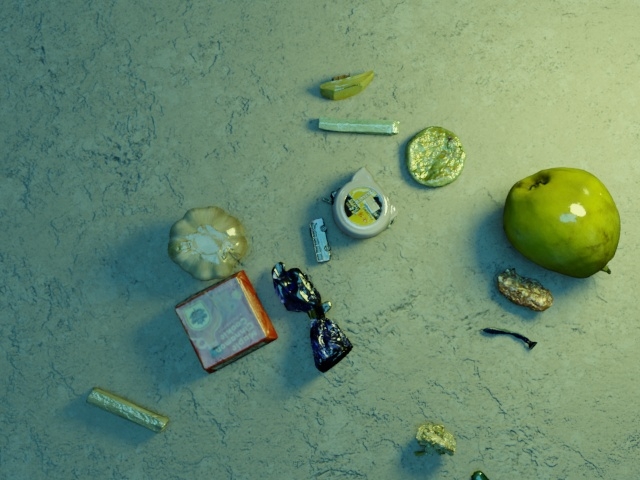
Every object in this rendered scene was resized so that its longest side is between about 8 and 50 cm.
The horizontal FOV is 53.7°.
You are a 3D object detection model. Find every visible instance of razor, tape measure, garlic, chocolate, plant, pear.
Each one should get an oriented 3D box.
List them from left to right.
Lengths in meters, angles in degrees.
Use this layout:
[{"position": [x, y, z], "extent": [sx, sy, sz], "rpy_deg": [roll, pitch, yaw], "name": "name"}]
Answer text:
[{"position": [-0.329, 0.007, 1.841], "extent": [0.227, 0.152, 0.228], "rpy_deg": [3, 75, -10], "name": "garlic"}, {"position": [-0.279, 0.238, 1.840], "extent": [0.237, 0.108, 0.235], "rpy_deg": [-27, 85, -1], "name": "chocolate"}, {"position": [-0.026, 0.203, 1.836], "extent": [0.148, 0.126, 0.344], "rpy_deg": [-41, 73, 36], "name": "chocolate"}, {"position": [0.117, -0.096, 1.857], "extent": [0.178, 0.105, 0.196], "rpy_deg": [-33, 85, -8], "name": "tape measure"}, {"position": [0.315, 0.583, 1.786], "extent": [0.116, 0.104, 0.122], "rpy_deg": [41, 113, 27], "name": "plant"}, {"position": [0.547, 0.275, 1.833], "extent": [0.154, 0.044, 0.028], "rpy_deg": [17, 56, 7], "name": "razor"}, {"position": [0.681, -0.038, 1.742], "extent": [0.287, 0.287, 0.375], "rpy_deg": [-46, 101, -2], "name": "pear"}]

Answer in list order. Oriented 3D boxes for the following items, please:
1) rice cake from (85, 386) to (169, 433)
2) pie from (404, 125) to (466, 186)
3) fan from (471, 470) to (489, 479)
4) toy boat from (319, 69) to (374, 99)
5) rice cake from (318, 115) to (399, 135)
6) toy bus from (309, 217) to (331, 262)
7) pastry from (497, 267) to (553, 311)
[{"position": [-0.569, 0.497, 1.856], "extent": [0.256, 0.057, 0.052], "rpy_deg": [22, 103, 5], "name": "rice cake"}, {"position": [0.342, -0.249, 1.886], "extent": [0.186, 0.041, 0.187], "rpy_deg": [0, 84, 4], "name": "pie"}, {"position": [0.487, 0.717, 1.786], "extent": [0.082, 0.039, 0.155], "rpy_deg": [-39, 82, -1], "name": "fan"}, {"position": [0.082, -0.474, 1.913], "extent": [0.172, 0.065, 0.066], "rpy_deg": [-15, 64, -1], "name": "toy boat"}, {"position": [0.115, -0.346, 1.907], "extent": [0.245, 0.042, 0.045], "rpy_deg": [4, 88, 3], "name": "rice cake"}, {"position": [0.000, 0.000, 1.883], "extent": [0.052, 0.037, 0.131], "rpy_deg": [-12, 85, 7], "name": "toy bus"}, {"position": [0.584, 0.149, 1.828], "extent": [0.169, 0.063, 0.087], "rpy_deg": [31, 78, 10], "name": "pastry"}]
